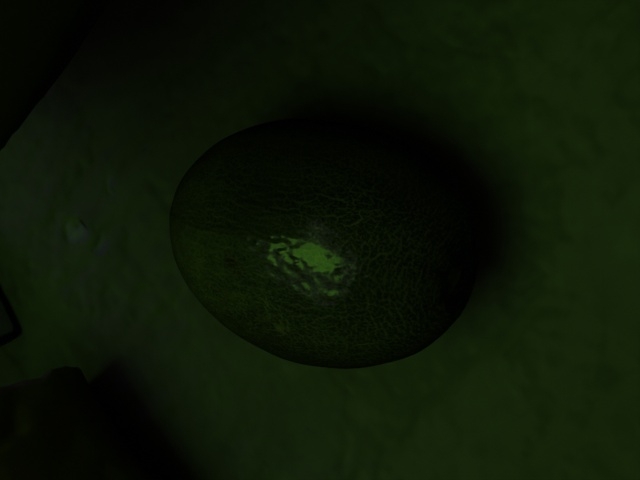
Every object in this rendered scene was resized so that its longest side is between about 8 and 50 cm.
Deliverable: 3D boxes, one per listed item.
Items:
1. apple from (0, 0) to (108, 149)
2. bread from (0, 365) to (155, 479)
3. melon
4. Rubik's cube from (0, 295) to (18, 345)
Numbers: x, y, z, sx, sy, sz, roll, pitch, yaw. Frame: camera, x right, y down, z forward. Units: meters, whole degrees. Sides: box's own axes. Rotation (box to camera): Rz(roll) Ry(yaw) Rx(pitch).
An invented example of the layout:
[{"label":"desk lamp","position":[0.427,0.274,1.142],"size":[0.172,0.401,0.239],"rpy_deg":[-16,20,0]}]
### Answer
[{"label":"apple","position":[-0.247,-0.207,0.574],"size":[0.473,0.473,0.474],"rpy_deg":[12,112,31]},{"label":"bread","position":[-0.143,0.274,0.804],"size":[0.300,0.210,0.341],"rpy_deg":[-41,81,39]},{"label":"melon","position":[0.000,0.000,0.679],"size":[0.130,0.098,0.098],"rpy_deg":[17,115,35]},{"label":"Rubik's cube","position":[-0.224,0.034,0.847],"size":[0.092,0.092,0.092],"rpy_deg":[-25,90,37]}]
